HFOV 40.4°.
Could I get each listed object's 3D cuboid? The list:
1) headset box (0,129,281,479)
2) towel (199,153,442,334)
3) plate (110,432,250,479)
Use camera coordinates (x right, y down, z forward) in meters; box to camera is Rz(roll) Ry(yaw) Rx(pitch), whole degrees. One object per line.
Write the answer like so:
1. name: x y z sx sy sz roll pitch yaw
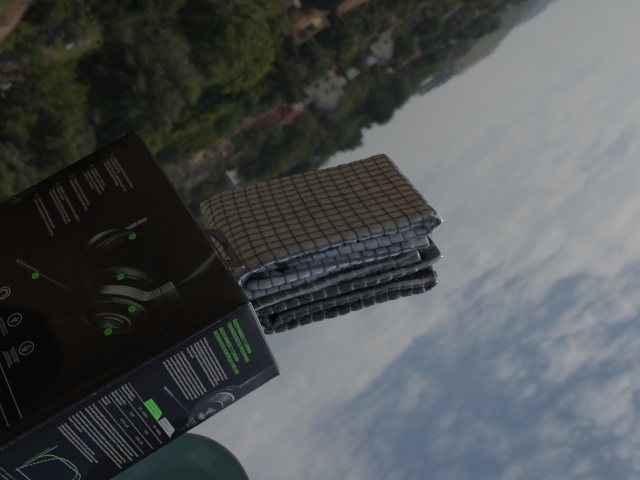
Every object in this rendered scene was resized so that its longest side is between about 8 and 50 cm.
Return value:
1. headset box: -0.206 0.066 0.783 0.283 0.246 0.131 -31 144 -11
2. towel: 0.000 0.000 1.146 0.283 0.121 0.235 -15 -151 -9
3. plate: -0.148 0.282 0.853 0.188 0.188 0.024 -35 146 -5
